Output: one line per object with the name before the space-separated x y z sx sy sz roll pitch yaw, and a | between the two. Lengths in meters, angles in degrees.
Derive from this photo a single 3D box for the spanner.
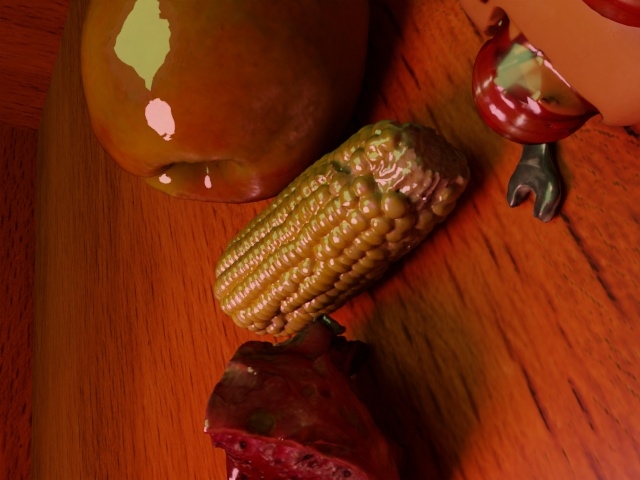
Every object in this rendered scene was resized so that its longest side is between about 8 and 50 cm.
spanner | 0.165 -0.139 0.529 0.054 0.015 0.255 -2 81 61

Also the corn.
corn | 0.000 0.000 0.680 0.347 0.130 0.130 -41 48 50

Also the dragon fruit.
dragon fruit | 0.004 0.157 0.624 0.212 0.134 0.262 -91 -9 -45

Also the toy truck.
toy truck | 0.166 -0.209 0.399 0.265 0.239 0.189 57 165 10

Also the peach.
peach | -0.096 -0.208 0.742 0.307 0.307 0.333 -7 74 61
